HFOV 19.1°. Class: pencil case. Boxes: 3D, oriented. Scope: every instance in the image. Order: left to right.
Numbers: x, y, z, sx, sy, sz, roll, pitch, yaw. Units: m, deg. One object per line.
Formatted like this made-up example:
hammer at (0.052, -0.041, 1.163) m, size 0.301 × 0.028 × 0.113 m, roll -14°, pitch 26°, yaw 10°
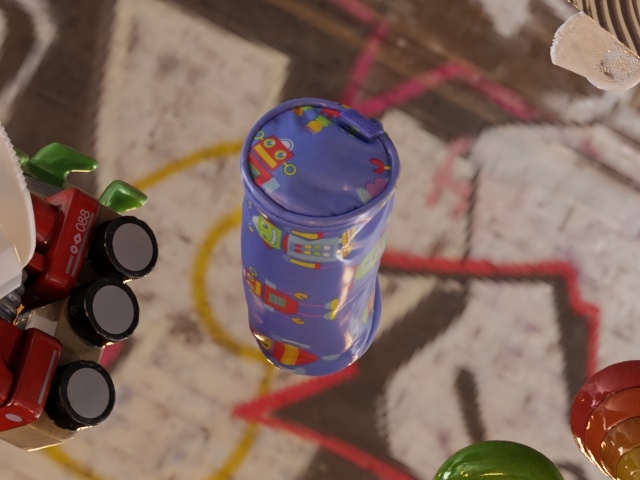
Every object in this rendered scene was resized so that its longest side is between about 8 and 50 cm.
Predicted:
pencil case at (0.000, 0.000, 1.549) m, size 0.119 × 0.133 × 0.306 m, roll 36°, pitch 158°, yaw 16°

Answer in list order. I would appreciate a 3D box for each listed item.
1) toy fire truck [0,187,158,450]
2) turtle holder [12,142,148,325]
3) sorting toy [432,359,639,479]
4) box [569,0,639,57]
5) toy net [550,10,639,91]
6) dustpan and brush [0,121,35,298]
toy fire truck at (-0.270, 0.031, 1.586) m, size 0.246 × 0.217 × 0.158 m, roll 32°, pitch 149°, yaw -31°
turtle holder at (-0.352, -0.006, 1.908) m, size 0.320 × 0.227 × 0.243 m, roll 26°, pitch -174°, yaw 25°
sorting toy at (0.177, 0.246, 1.664) m, size 0.127 × 0.365 × 0.126 m, roll 52°, pitch -162°, yaw -17°
box at (0.276, -0.169, 1.340) m, size 0.275 × 0.113 × 0.094 m, roll 37°, pitch -150°, yaw -5°
toy net at (0.304, -0.160, 1.643) m, size 0.232 × 0.122 × 0.045 m, roll -9°, pitch -177°, yaw -13°
dustpan and brush at (-0.193, -0.053, 0.837) m, size 0.060 × 0.211 × 0.147 m, roll -13°, pitch -164°, yaw 35°
